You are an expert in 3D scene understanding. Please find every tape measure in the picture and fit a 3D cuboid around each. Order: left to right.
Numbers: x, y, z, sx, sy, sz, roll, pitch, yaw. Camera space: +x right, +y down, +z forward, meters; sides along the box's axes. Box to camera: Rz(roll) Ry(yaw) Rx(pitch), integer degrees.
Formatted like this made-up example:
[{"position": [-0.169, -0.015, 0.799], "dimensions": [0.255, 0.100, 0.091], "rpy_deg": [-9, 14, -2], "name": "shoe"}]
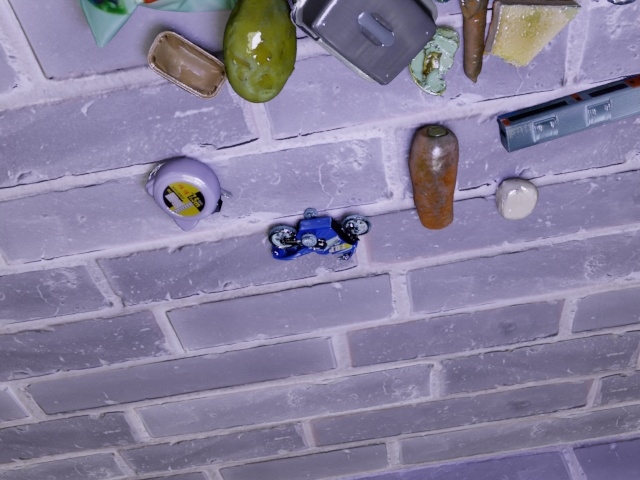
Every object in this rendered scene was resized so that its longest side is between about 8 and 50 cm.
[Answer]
[{"position": [-0.353, -0.134, 1.486], "dimensions": [0.179, 0.105, 0.196], "rpy_deg": [-20, 127, 19], "name": "tape measure"}]

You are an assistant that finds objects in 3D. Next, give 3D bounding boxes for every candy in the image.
[{"position": [-0.323, -0.565, 1.129], "dimensions": [0.398, 0.172, 0.262], "rpy_deg": [-22, 141, -13], "name": "candy"}]

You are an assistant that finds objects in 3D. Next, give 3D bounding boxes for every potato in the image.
[{"position": [-0.136, -0.425, 1.217], "dimensions": [0.149, 0.186, 0.253], "rpy_deg": [31, 127, 27], "name": "potato"}]

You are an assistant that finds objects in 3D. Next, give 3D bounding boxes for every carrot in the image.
[{"position": [0.309, -0.164, 1.500], "dimensions": [0.139, 0.138, 0.301], "rpy_deg": [-12, 129, 5], "name": "carrot"}, {"position": [0.352, -0.515, 1.265], "dimensions": [0.070, 0.070, 0.342], "rpy_deg": [-8, 130, 1], "name": "carrot"}]

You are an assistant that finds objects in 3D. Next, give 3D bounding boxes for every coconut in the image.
[{"position": [0.268, -0.436, 1.324], "dimensions": [0.133, 0.055, 0.158], "rpy_deg": [16, 124, -15], "name": "coconut"}]

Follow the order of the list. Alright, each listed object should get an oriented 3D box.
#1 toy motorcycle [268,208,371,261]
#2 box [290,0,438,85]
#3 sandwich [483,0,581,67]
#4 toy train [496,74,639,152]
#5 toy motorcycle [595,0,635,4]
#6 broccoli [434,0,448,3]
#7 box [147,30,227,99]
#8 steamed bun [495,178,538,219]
[{"position": [0.000, 0.000, 1.619], "dimensions": [0.316, 0.113, 0.168], "rpy_deg": [-8, 139, 13], "name": "toy motorcycle"}, {"position": [0.095, -0.480, 1.173], "dimensions": [0.291, 0.166, 0.220], "rpy_deg": [24, 122, -37], "name": "box"}, {"position": [0.492, -0.483, 1.309], "dimensions": [0.193, 0.058, 0.162], "rpy_deg": [-3, 131, -5], "name": "sandwich"}, {"position": [0.672, -0.330, 1.428], "dimensions": [0.410, 0.089, 0.086], "rpy_deg": [-15, 123, 8], "name": "toy train"}, {"position": [0.540, -0.608, 1.169], "dimensions": [0.327, 0.143, 0.187], "rpy_deg": [9, 120, 7], "name": "toy motorcycle"}, {"position": [0.246, -0.583, 1.130], "dimensions": [0.160, 0.154, 0.167], "rpy_deg": [5, 123, -31], "name": "broccoli"}, {"position": [-0.300, -0.404, 1.268], "dimensions": [0.177, 0.111, 0.111], "rpy_deg": [26, 122, -24], "name": "box"}, {"position": [0.558, -0.125, 1.576], "dimensions": [0.113, 0.090, 0.129], "rpy_deg": [-7, 132, 6], "name": "steamed bun"}]
